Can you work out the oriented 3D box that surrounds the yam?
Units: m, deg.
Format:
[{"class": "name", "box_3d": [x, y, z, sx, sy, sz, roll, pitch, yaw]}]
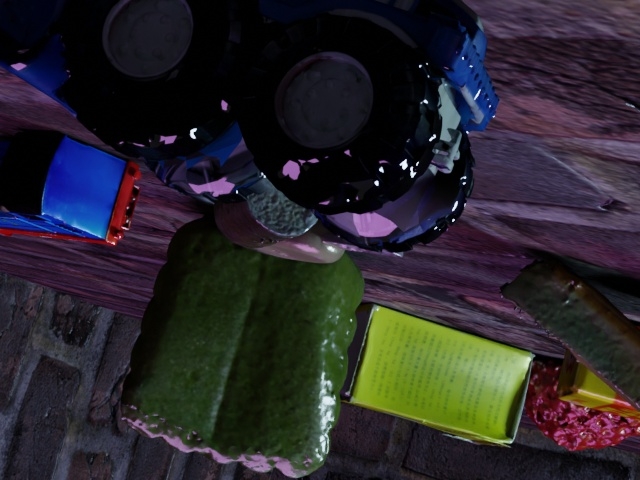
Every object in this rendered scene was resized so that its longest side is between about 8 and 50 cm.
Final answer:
[{"class": "yam", "box_3d": [-0.041, -0.029, 1.181, 0.068, 0.068, 0.169, 17, 173, -9]}]

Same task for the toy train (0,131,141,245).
[{"class": "toy train", "box_3d": [-0.261, -0.048, 1.423, 0.204, 0.082, 0.131, 5, 167, 46]}]

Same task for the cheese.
[{"class": "cheese", "box_3d": [0.000, 0.000, 1.406, 0.192, 0.037, 0.097, 9, 171, 44]}]

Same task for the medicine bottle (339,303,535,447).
[{"class": "medicine bottle", "box_3d": [0.143, 0.182, 2.047, 0.250, 0.141, 0.137, 17, 168, -14]}]

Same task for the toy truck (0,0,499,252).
[{"class": "toy truck", "box_3d": [-0.035, -0.081, 0.600, 0.208, 0.126, 0.113, 17, 174, 17]}]

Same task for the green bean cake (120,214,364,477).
[{"class": "green bean cake", "box_3d": [-0.075, 0.102, 1.556, 0.222, 0.248, 0.125, 16, -176, -4]}]

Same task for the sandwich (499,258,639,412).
[{"class": "sandwich", "box_3d": [0.282, 0.118, 1.300, 0.212, 0.063, 0.245, 42, -176, 32]}]

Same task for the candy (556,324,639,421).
[{"class": "candy", "box_3d": [0.390, 0.155, 1.550, 0.276, 0.088, 0.146, 15, 173, 4]}]

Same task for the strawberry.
[{"class": "strawberry", "box_3d": [0.375, 0.235, 2.058, 0.190, 0.111, 0.236, 23, 169, -30]}]
